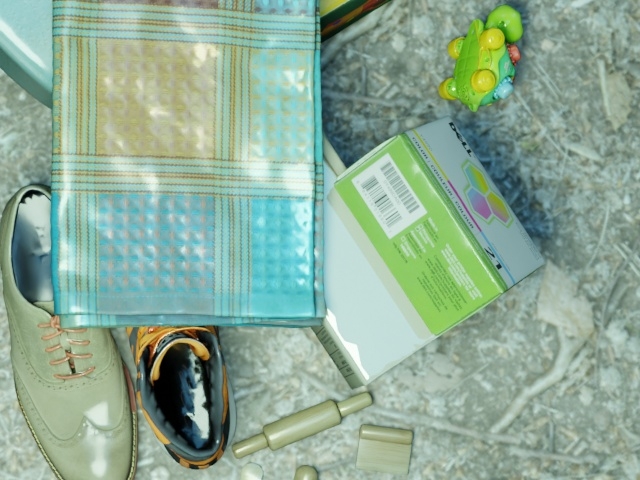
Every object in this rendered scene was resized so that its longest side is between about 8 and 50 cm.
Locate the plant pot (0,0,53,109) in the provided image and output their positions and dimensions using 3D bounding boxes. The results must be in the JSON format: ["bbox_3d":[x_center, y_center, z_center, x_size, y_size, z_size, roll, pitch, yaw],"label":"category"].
[{"bbox_3d":[-0.231,-0.245,1.611,0.248,0.247,0.252,-41,99,-9],"label":"plant pot"}]

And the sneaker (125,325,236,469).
[{"bbox_3d":[-0.152,0.078,1.595,0.124,0.180,0.321,-18,84,-7],"label":"sneaker"}]

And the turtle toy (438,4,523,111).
[{"bbox_3d":[0.189,-0.205,1.717,0.066,0.095,0.130,18,81,-24],"label":"turtle toy"}]

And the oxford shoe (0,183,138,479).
[{"bbox_3d":[-0.275,0.108,1.605,0.123,0.130,0.348,-17,84,-7],"label":"oxford shoe"}]

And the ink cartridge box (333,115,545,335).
[{"bbox_3d":[0.151,-0.032,1.601,0.097,0.255,0.189,-36,85,31],"label":"ink cartridge box"}]

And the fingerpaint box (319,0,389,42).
[{"bbox_3d":[-0.017,-0.475,1.694,0.371,0.163,0.445,-33,87,-8],"label":"fingerpaint box"}]

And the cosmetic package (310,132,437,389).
[{"bbox_3d":[0.000,0.000,1.631,0.113,0.160,0.309,-34,87,-8],"label":"cosmetic package"}]

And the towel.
[{"bbox_3d":[-0.127,-0.097,1.497,0.271,0.040,0.370,0,90,-15],"label":"towel"}]

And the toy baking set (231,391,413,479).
[{"bbox_3d":[-0.009,0.281,1.655,0.256,0.030,0.197,-17,84,-7],"label":"toy baking set"}]
